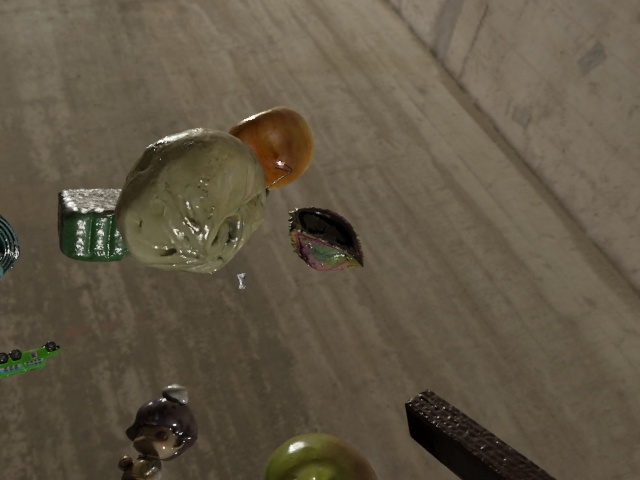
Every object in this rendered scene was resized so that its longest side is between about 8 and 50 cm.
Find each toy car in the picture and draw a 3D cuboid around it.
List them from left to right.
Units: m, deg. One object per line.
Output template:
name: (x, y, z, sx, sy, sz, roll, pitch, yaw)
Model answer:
toy car: (-0.744, 0.303, 1.624, 0.071, 0.165, 0.062, -27, -103, 51)

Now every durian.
durian: (-0.002, 0.003, 1.381, 0.108, 0.187, 0.119, -54, -165, 41)

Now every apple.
apple: (-0.155, -0.284, 1.998, 0.233, 0.286, 0.286, 67, -19, -12)
apple: (0.002, 0.695, 1.766, 0.305, 0.338, 0.338, 78, -13, -57)

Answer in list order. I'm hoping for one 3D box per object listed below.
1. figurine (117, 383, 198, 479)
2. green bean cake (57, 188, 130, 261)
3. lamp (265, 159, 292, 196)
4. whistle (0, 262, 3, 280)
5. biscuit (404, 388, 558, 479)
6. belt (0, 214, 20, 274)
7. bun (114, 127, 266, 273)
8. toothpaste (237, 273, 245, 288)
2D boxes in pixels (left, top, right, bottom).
figurine: (-0.536, 0.644, 2.003, 0.218, 0.365, 0.206, -24, -73, 33)
green bean cake: (-0.606, -0.043, 1.877, 0.308, 0.300, 0.169, -145, -121, -61)
lamp: (-0.127, -0.159, 1.704, 0.054, 0.121, 0.041, 29, -31, 11)
whistle: (-0.532, -0.042, 0.940, 0.186, 0.093, 0.274, -164, -114, -64)
biscuit: (0.315, 0.433, 1.266, 0.388, 0.073, 0.107, 28, -43, 52)
belt: (-0.860, -0.003, 1.533, 0.116, 0.206, 0.267, 29, -19, 34)
bun: (-0.257, -0.079, 1.401, 0.234, 0.362, 0.326, 32, -61, 35)
toothpaste: (-0.215, 0.109, 1.744, 0.083, 0.024, 0.015, -108, -172, -68)
